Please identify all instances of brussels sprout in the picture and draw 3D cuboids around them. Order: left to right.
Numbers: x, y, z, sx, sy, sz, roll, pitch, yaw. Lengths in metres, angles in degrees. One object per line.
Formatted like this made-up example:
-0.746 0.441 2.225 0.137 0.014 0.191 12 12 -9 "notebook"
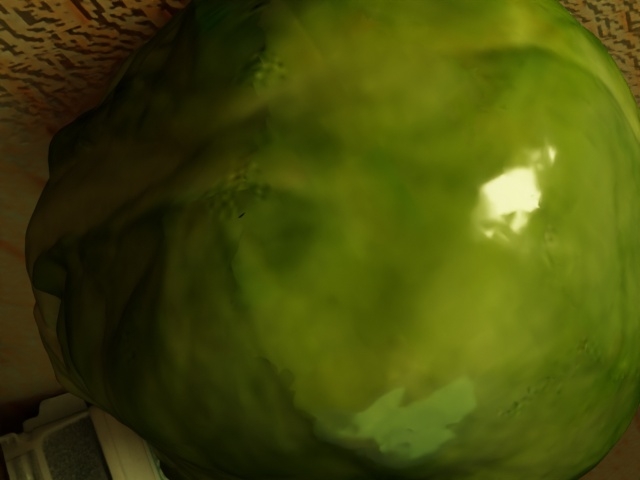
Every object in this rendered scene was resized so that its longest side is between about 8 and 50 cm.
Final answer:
0.000 0.000 0.585 0.271 0.219 0.210 -9 150 39 "brussels sprout"

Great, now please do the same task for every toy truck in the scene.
-0.137 0.214 1.102 0.175 0.146 0.367 -25 161 1 "toy truck"

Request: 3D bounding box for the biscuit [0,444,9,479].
-0.316 0.166 0.815 0.318 0.040 0.318 -16 132 -18 "biscuit"
